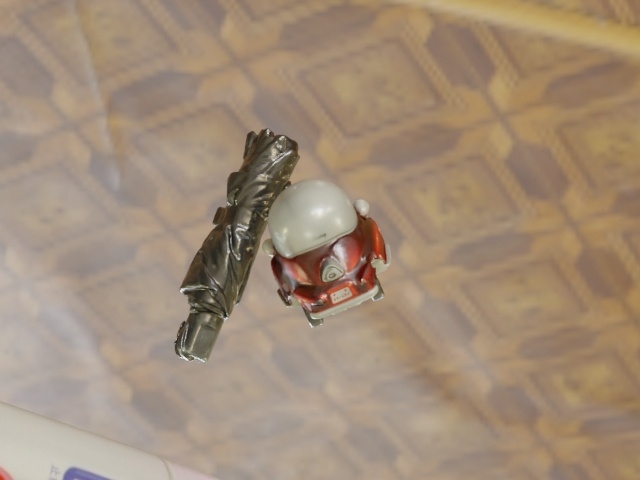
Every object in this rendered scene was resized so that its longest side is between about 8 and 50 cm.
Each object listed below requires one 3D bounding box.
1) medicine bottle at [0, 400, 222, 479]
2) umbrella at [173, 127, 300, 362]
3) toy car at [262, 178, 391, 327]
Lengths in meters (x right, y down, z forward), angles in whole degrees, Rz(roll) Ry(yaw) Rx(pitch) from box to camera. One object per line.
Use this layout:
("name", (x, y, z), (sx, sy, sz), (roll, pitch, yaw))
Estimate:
("medicine bottle", (-0.211, 0.241, 1.704), (0.341, 0.130, 0.130), (24, 135, -31))
("umbrella", (-0.084, 0.006, 1.808), (0.059, 0.235, 0.066), (26, 167, -21))
("toy car", (0.000, 0.000, 1.705), (0.112, 0.139, 0.112), (-23, 117, 1))
